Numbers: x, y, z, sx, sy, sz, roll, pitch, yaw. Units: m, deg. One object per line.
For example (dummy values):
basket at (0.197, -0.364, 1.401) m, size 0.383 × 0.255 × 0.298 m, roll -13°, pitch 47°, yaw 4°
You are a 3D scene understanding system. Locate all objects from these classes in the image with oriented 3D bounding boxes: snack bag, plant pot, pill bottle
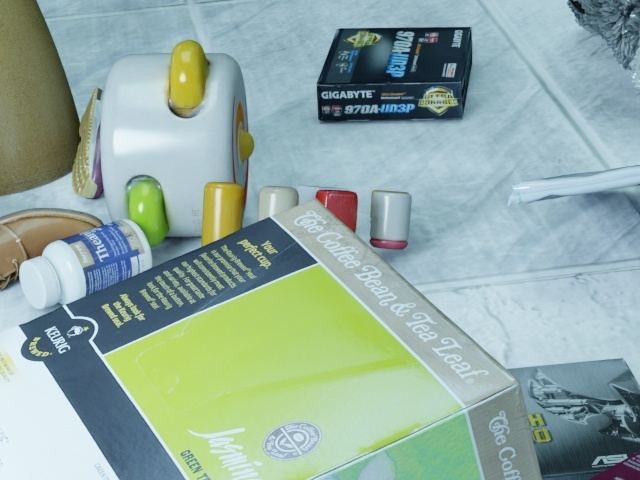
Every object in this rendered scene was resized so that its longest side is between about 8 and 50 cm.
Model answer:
snack bag at (0.376, -0.082, 1.944) m, size 0.343 × 0.037 × 0.323 m, roll -9°, pitch 1°, yaw 18°
plant pot at (-0.400, -0.206, 2.255) m, size 0.237 × 0.254 × 0.237 m, roll -4°, pitch 25°, yaw 2°
pill bottle at (-0.231, 0.026, 1.937) m, size 0.120 × 0.067 × 0.067 m, roll -21°, pitch 29°, yaw -33°

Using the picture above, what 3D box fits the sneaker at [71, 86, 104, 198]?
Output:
sneaker at (-0.229, -0.106, 2.231) m, size 0.084 × 0.069 × 0.185 m, roll 18°, pitch 36°, yaw -14°

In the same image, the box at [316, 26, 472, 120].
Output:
box at (0.094, -0.206, 2.430) m, size 0.175 × 0.051 × 0.220 m, roll 0°, pitch 24°, yaw 8°

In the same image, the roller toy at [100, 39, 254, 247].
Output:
roller toy at (-0.142, -0.101, 2.051) m, size 0.146 × 0.209 × 0.191 m, roll -1°, pitch 4°, yaw 4°

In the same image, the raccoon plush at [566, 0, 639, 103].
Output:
raccoon plush at (0.434, -0.231, 2.378) m, size 0.216 × 0.299 × 0.446 m, roll -17°, pitch -9°, yaw 6°

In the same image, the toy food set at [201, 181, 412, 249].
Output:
toy food set at (0.000, 0.000, 1.971) m, size 0.232 × 0.104 × 0.111 m, roll 2°, pitch 4°, yaw -35°

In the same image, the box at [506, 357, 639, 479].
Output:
box at (0.153, 0.167, 1.582) m, size 0.231 × 0.056 × 0.183 m, roll -5°, pitch 24°, yaw -3°

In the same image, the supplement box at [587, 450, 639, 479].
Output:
supplement box at (0.270, 0.203, 1.428) m, size 0.188 × 0.104 × 0.081 m, roll -22°, pitch 31°, yaw -35°

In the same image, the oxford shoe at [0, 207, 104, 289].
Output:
oxford shoe at (-0.318, 0.020, 1.986) m, size 0.212 × 0.076 × 0.076 m, roll -10°, pitch 52°, yaw -11°

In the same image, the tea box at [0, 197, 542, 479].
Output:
tea box at (-0.054, 0.173, 1.335) m, size 0.324 × 0.220 × 0.329 m, roll -24°, pitch 29°, yaw -13°
